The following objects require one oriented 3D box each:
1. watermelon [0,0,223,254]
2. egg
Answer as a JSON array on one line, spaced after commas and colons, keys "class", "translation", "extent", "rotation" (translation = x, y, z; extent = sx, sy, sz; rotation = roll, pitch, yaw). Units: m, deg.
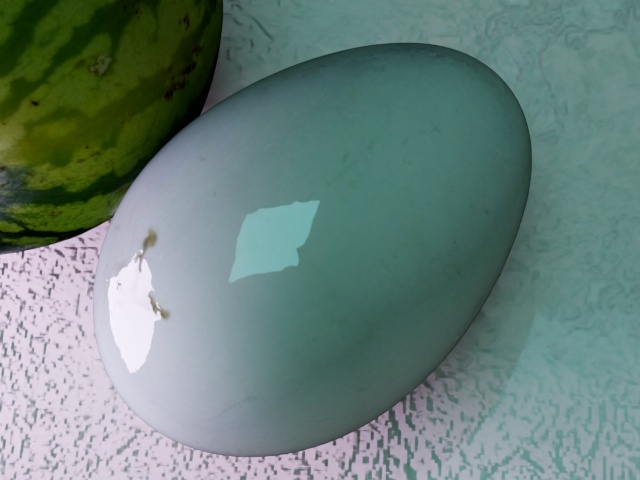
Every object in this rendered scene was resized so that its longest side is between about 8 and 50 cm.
[{"class": "watermelon", "translation": [-0.194, -0.131, 0.741], "extent": [0.285, 0.285, 0.285], "rotation": [-4, 70, 10]}, {"class": "egg", "translation": [0.000, 0.000, 0.703], "extent": [0.264, 0.183, 0.183], "rotation": [-41, 68, -10]}]
